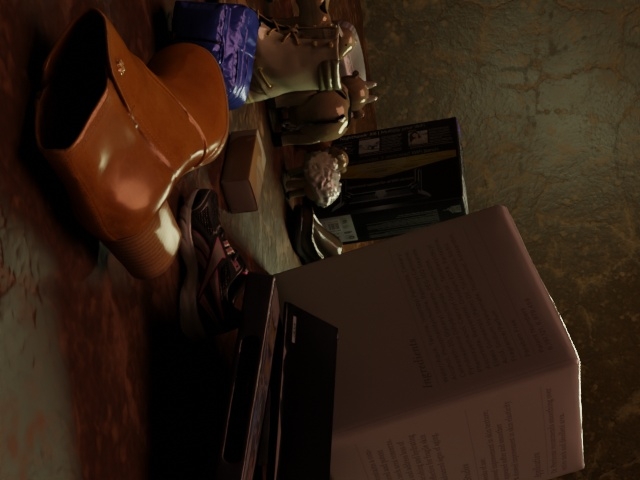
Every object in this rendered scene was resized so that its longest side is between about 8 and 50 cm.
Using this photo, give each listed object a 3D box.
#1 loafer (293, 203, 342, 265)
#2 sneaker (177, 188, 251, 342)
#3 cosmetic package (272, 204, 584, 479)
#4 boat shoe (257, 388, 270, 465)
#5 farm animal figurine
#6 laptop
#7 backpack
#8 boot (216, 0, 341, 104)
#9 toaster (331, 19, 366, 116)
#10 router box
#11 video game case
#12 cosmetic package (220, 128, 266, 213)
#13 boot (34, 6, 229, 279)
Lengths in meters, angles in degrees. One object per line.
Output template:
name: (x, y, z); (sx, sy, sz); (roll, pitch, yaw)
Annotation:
loafer: (0.000, 0.000, 1.883); (0.220, 0.078, 0.080); (67, 19, -61)
sneaker: (-0.115, 0.027, 1.178); (0.072, 0.077, 0.178); (57, 28, -71)
cosmetic package: (0.170, 0.209, 1.631); (0.329, 0.393, 0.327); (73, 0, -49)
boat shoe: (-0.086, 0.219, 1.336); (0.049, 0.040, 0.142); (105, -13, -60)
farm animal figurine: (0.008, -0.271, 1.817); (0.327, 0.172, 0.330); (-84, 165, -51)
laptop: (-0.055, 0.222, 1.321); (0.264, 0.136, 0.234); (-23, -121, 57)
backpack: (-0.132, -0.211, 1.188); (0.101, 0.097, 0.120); (1, 96, -71)
boot: (-0.056, -0.294, 1.460); (0.077, 0.165, 0.213); (-87, 168, -48)
toaster: (0.016, -0.338, 2.050); (0.146, 0.129, 0.227); (-71, 155, -64)
router box: (0.125, -0.113, 2.008); (0.243, 0.308, 0.081); (-85, 163, -46)
video game case: (-0.079, 0.180, 1.119); (0.275, 0.035, 0.248); (98, 1, -78)
cosmetic package: (-0.105, -0.096, 1.427); (0.115, 0.041, 0.060); (-86, 167, -47)
boot: (-0.162, -0.133, 0.922); (0.211, 0.104, 0.295); (72, 19, -52)
